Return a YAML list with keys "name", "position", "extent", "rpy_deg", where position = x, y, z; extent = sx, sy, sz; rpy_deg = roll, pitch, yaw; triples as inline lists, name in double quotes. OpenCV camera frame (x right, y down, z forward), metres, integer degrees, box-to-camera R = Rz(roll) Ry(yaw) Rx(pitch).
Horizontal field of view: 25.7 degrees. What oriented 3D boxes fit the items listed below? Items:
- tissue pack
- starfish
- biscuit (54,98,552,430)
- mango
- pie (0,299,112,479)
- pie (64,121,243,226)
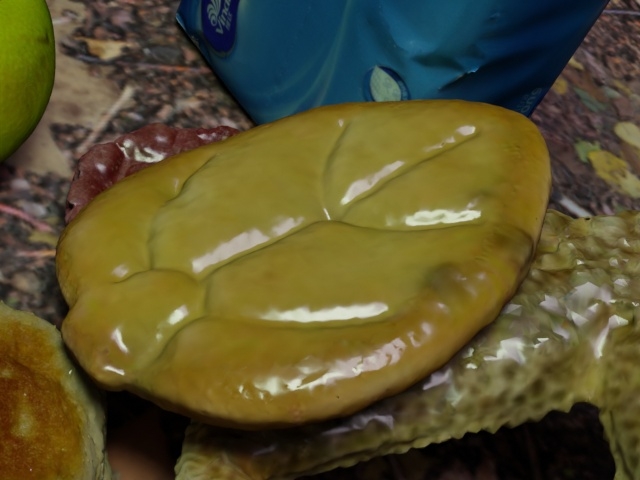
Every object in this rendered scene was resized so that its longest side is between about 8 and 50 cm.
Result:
- name: "tissue pack"
  position: [0.051, -0.169, 0.773]
  extent: [0.146, 0.263, 0.198]
  rpy_deg: [-23, 64, -37]
- name: "starfish"
  position: [0.171, 0.087, 0.633]
  extent: [0.432, 0.082, 0.324]
  rpy_deg: [19, 46, 8]
- name: "biscuit"
  position: [-0.001, -0.005, 0.654]
  extent: [0.260, 0.041, 0.203]
  rpy_deg: [-27, 39, -23]
- name: "mango"
  position: [-0.190, -0.099, 0.719]
  extent: [0.117, 0.089, 0.163]
  rpy_deg: [26, 45, -3]
- name: "pie"
  position: [-0.178, 0.083, 0.579]
  extent: [0.193, 0.079, 0.163]
  rpy_deg: [1, 48, -26]
- name: "pie"
  position: [-0.061, -0.004, 0.737]
  extent: [0.153, 0.038, 0.153]
  rpy_deg: [11, 47, -13]
